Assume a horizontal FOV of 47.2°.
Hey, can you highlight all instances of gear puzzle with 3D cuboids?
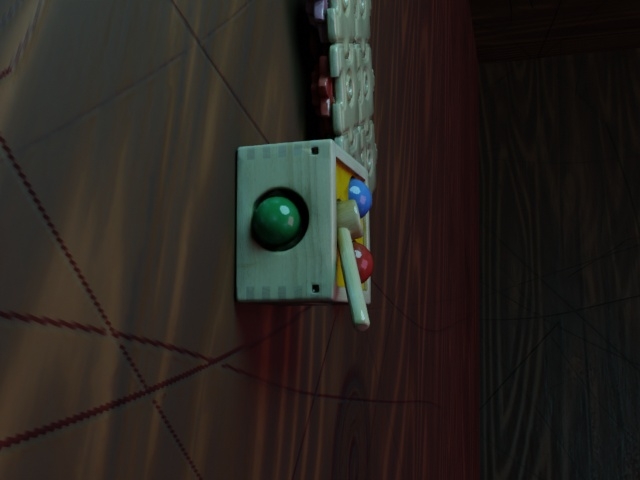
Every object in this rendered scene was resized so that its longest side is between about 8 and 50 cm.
[{"bbox_3d":[0.020,-0.105,0.726,0.175,0.044,0.339,-47,135,-69],"label":"gear puzzle"}]

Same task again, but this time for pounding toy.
[{"bbox_3d":[0.000,0.000,0.529,0.141,0.100,0.130,20,68,-72],"label":"pounding toy"}]
